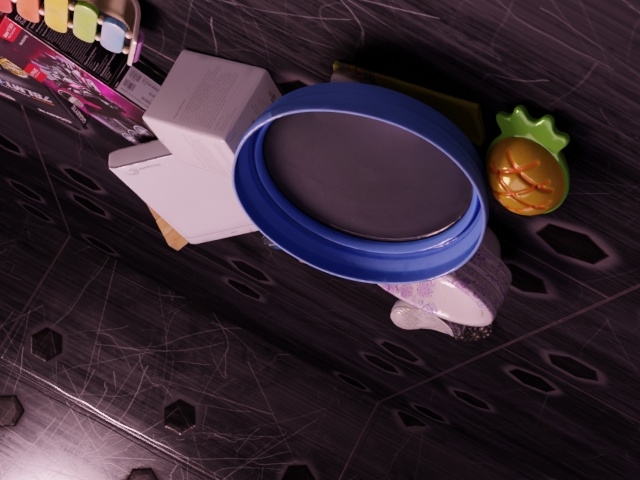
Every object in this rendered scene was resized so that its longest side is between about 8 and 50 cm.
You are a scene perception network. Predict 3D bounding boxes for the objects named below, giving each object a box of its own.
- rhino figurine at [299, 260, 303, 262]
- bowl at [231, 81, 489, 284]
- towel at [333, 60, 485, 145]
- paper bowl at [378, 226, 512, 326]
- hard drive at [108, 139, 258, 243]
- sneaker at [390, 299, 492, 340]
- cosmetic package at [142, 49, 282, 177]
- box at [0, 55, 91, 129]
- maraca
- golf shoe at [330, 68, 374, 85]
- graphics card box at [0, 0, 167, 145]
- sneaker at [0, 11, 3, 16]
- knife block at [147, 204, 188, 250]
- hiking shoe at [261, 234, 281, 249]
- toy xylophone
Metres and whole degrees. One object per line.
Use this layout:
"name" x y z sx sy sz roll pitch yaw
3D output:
"rhino figurine" 0.042 0.018 2.183 0.243 0.106 0.073 13 159 42
"bowl" 0.062 -0.080 1.533 0.391 0.077 0.391 12 143 9
"towel" 0.130 -0.205 1.521 0.237 0.021 0.102 21 163 23
"paper bowl" 0.213 0.029 1.863 0.284 0.148 0.284 25 163 8
"hard drive" -0.245 -0.104 2.114 0.233 0.047 0.353 -12 151 17
"sneaker" 0.280 0.170 2.342 0.237 0.086 0.085 9 129 21
"cosmetic package" -0.172 -0.211 1.760 0.183 0.151 0.151 19 161 28
"box" -0.668 -0.379 2.215 0.295 0.073 0.293 24 162 18
"maraca" 0.290 -0.109 1.424 0.127 0.099 0.186 21 142 22
"golf shoe" 0.057 -0.179 1.532 0.067 0.086 0.186 18 157 35
"graphics card box" -0.445 -0.327 1.965 0.371 0.094 0.232 33 162 -21
"sneaker" -0.608 -0.437 1.831 0.071 0.068 0.170 25 -164 -41
"knife block" -0.267 -0.077 2.329 0.242 0.088 0.276 10 145 22
"hiking shoe" 0.000 0.000 2.092 0.304 0.113 0.132 -5 131 48
"toy xylophone" -0.429 -0.410 1.667 0.322 0.081 0.236 22 164 -1
